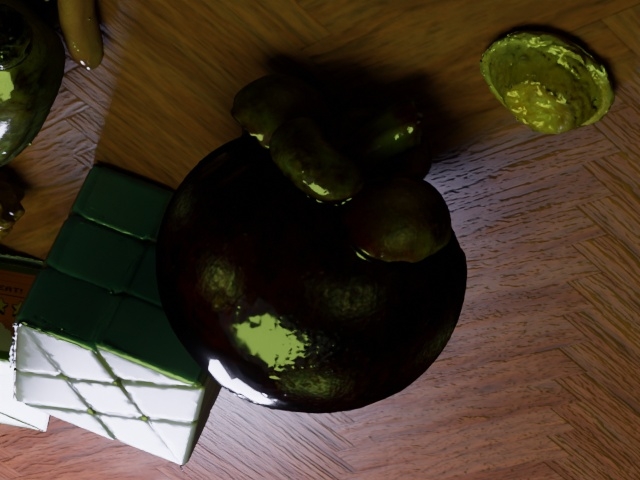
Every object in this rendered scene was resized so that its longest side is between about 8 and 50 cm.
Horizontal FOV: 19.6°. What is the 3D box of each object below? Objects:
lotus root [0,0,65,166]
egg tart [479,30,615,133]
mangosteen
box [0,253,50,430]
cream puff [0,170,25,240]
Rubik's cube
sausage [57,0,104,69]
[{"bbox_3d":[-0.344,-0.162,1.867,0.173,0.173,0.309,29,148,-13],"label":"lotus root"},{"bbox_3d":[0.200,-0.134,1.675,0.129,0.049,0.129,17,149,11],"label":"egg tart"},{"bbox_3d":[0.000,0.000,1.805,0.307,0.307,0.347,21,120,1],"label":"mangosteen"},{"bbox_3d":[-0.412,0.126,2.342,0.177,0.148,0.195,11,149,-8],"label":"box"},{"bbox_3d":[-0.407,-0.038,2.143,0.094,0.122,0.116,49,171,-31],"label":"cream puff"},{"bbox_3d":[-0.203,0.088,2.098,0.231,0.224,0.221,21,149,2],"label":"Rubik's cube"},{"bbox_3d":[-0.233,-0.233,1.794,0.043,0.043,0.186,17,148,8],"label":"sausage"}]
